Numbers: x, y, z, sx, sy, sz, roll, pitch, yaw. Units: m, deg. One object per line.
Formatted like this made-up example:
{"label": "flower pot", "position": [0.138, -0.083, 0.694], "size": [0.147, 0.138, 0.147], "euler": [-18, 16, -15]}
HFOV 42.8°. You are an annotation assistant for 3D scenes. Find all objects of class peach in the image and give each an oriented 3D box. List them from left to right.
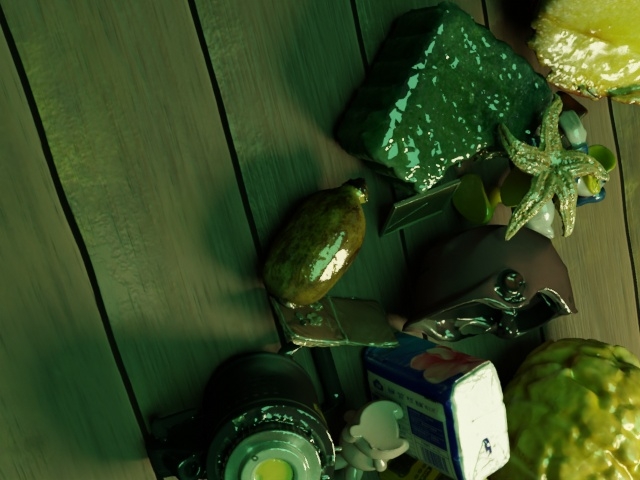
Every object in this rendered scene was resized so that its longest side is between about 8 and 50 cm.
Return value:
{"label": "peach", "position": [0.569, -0.438, 1.507], "size": [0.416, 0.339, 0.353], "euler": [-15, 66, -41]}

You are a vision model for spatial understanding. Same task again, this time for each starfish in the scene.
{"label": "starfish", "position": [0.402, -0.120, 1.423], "size": [0.235, 0.062, 0.277], "euler": [23, 79, -19]}

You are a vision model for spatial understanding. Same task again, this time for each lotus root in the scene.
{"label": "lotus root", "position": [0.000, 0.000, 1.393], "size": [0.128, 0.145, 0.260], "euler": [38, 80, -31]}

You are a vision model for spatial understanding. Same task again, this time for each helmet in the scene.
{"label": "helmet", "position": [0.307, 0.071, 1.517], "size": [0.338, 0.271, 0.197], "euler": [4, 70, -18]}

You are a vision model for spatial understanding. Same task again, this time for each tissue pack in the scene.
{"label": "tissue pack", "position": [0.209, 0.296, 1.483], "size": [0.137, 0.269, 0.209], "euler": [-18, 104, -29]}

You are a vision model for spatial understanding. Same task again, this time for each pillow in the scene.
{"label": "pillow", "position": [0.025, 0.142, 1.449], "size": [0.232, 0.126, 0.043], "euler": [6, 128, -30]}

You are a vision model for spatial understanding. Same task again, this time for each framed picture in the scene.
{"label": "framed picture", "position": [0.184, -0.059, 1.511], "size": [0.149, 0.109, 0.011], "euler": [-21, 66, -23]}

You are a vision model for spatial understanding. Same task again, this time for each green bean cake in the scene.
{"label": "green bean cake", "position": [0.218, -0.223, 1.457], "size": [0.300, 0.169, 0.308], "euler": [32, 84, -26]}

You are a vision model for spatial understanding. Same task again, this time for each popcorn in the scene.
{"label": "popcorn", "position": [0.505, 0.398, 1.612], "size": [0.354, 0.344, 0.390], "euler": [-23, 115, -28]}

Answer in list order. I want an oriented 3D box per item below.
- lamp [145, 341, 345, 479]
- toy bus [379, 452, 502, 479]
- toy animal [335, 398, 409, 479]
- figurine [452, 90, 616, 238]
{"label": "lamp", "position": [-0.078, 0.315, 1.335], "size": [0.374, 0.272, 0.205], "euler": [-23, 110, -23]}
{"label": "toy bus", "position": [0.252, 0.479, 1.504], "size": [0.152, 0.330, 0.144], "euler": [45, 77, -23]}
{"label": "toy animal", "position": [0.080, 0.368, 1.488], "size": [0.124, 0.212, 0.124], "euler": [9, 57, -14]}
{"label": "figurine", "position": [0.457, -0.145, 1.624], "size": [0.338, 0.204, 0.284], "euler": [11, 87, -41]}
